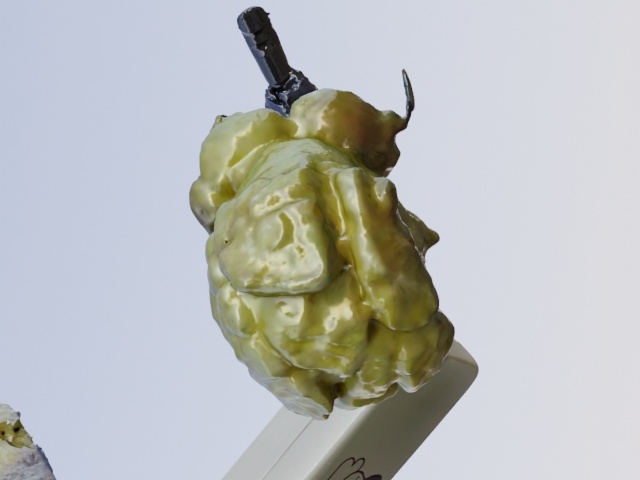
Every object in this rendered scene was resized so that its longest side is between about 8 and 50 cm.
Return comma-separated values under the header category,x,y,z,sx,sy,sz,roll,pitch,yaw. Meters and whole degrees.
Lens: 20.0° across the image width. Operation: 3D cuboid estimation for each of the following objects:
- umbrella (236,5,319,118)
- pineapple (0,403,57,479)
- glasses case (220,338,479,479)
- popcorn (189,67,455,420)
category,x,y,z,sx,sy,sz,roll,pitch,yaw
umbrella,-0.010,-0.109,1.665,0.248,0.071,0.071,66,-153,-20
pineapple,-0.175,0.181,0.917,0.233,0.135,0.079,40,153,54
glasses case,0.001,0.198,1.616,0.313,0.070,0.131,-50,-33,12
popcorn,0.008,0.006,1.110,0.168,0.173,0.195,34,-154,-29
